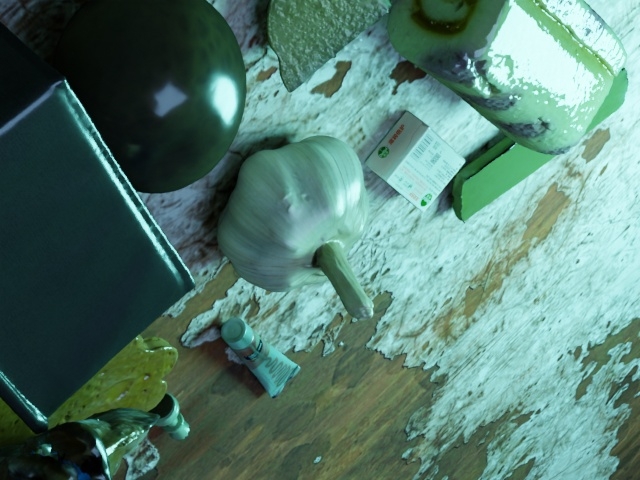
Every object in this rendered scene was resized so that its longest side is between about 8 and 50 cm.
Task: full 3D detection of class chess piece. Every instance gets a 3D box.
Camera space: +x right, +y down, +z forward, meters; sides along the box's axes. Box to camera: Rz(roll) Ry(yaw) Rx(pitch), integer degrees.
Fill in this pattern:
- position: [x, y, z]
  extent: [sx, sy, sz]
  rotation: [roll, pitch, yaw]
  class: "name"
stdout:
- position: [-0.186, 0.223, 2.020]
  extent: [0.042, 0.042, 0.093]
  rotation: [-42, 152, -11]
  class: "chess piece"

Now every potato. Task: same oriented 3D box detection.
- position: [-0.018, -0.254, 1.724]
  extent: [0.149, 0.081, 0.120]
  rotation: [-40, 119, 15]
  class: "potato"

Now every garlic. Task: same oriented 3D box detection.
- position: [0.000, 0.000, 1.841]
  extent: [0.199, 0.226, 0.199]
  rotation: [-27, 143, -22]
  class: "garlic"

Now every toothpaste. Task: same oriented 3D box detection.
- position: [-0.077, 0.150, 2.079]
  extent: [0.056, 0.036, 0.205]
  rotation: [-48, 151, -6]
  class: "toothpaste"

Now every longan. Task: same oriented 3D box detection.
- position: [-0.161, -0.150, 1.529]
  extent: [0.198, 0.198, 0.212]
  rotation: [-47, 149, -4]
  class: "longan"

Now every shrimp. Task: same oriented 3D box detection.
- position: [-0.252, 0.230, 1.634]
  extent: [0.221, 0.110, 0.445]
  rotation: [-26, -179, -12]
  class: "shrimp"

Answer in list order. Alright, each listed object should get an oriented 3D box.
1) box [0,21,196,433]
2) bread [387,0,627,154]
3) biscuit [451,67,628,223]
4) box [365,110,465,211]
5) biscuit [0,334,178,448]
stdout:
- position: [-0.302, -0.042, 1.412]
  extent: [0.204, 0.251, 0.345]
  rotation: [-42, 147, -11]
  class: "box"
- position: [0.226, -0.237, 1.929]
  extent: [0.338, 0.155, 0.187]
  rotation: [27, 94, -54]
  class: "bread"
- position: [0.301, -0.141, 2.223]
  extent: [0.322, 0.038, 0.099]
  rotation: [-36, 148, -21]
  class: "biscuit"
- position: [0.120, -0.098, 2.046]
  extent: [0.089, 0.043, 0.125]
  rotation: [-50, 148, 1]
  class: "box"
- position: [-0.290, 0.177, 1.843]
  extent: [0.288, 0.044, 0.202]
  rotation: [-20, 140, -39]
  class: "biscuit"
